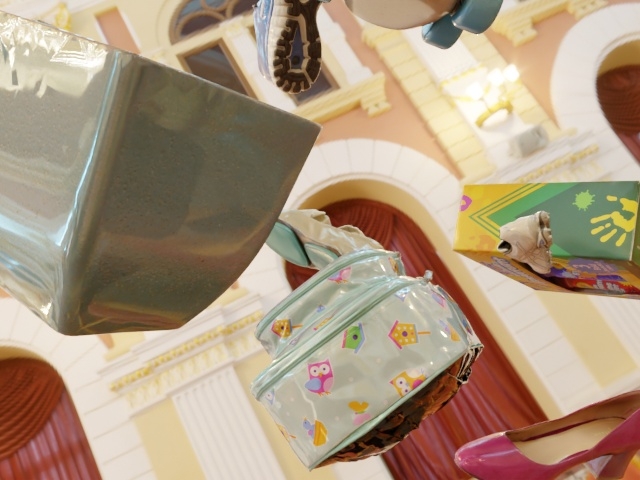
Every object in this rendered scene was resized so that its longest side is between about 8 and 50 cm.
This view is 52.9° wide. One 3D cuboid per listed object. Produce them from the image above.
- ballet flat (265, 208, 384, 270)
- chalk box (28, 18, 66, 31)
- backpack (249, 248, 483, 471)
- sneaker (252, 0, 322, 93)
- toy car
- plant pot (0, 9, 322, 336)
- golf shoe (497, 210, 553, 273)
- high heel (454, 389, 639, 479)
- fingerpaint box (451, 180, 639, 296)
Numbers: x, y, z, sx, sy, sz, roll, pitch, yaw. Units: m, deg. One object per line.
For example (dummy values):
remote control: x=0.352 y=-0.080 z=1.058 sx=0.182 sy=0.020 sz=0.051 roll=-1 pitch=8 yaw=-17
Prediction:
ballet flat: x=0.000 y=0.000 z=0.889 sx=0.086 sy=0.248 sz=0.086 roll=-13 pitch=-67 yaw=-32
chalk box: x=-0.434 y=-0.215 z=0.962 sx=0.289 sy=0.180 sz=0.179 roll=-32 pitch=-37 yaw=-53
backpack: x=0.033 y=0.091 z=0.502 sx=0.166 sy=0.144 sz=0.188 roll=-37 pitch=-9 yaw=10
sneaker: x=-0.066 y=-0.438 z=1.153 sx=0.130 sy=0.147 sz=0.329 roll=0 pitch=-72 yaw=-35
toy car: x=0.122 y=-0.398 z=0.806 sx=0.219 sy=0.237 sz=0.210 roll=17 pitch=4 yaw=-12
plant pot: x=-0.193 y=-0.048 z=0.628 sx=0.248 sy=0.247 sz=0.252 roll=6 pitch=-75 yaw=-56
golf shoe: x=0.331 y=0.006 z=1.042 sx=0.086 sy=0.069 sz=0.176 roll=-9 pitch=-28 yaw=18
high heel: x=0.411 y=0.326 z=1.114 sx=0.378 sy=0.127 sz=0.181 roll=4 pitch=-69 yaw=-26
fingerpaint box: x=0.571 y=0.015 z=1.426 sx=0.371 sy=0.163 sz=0.445 roll=4 pitch=-12 yaw=42
